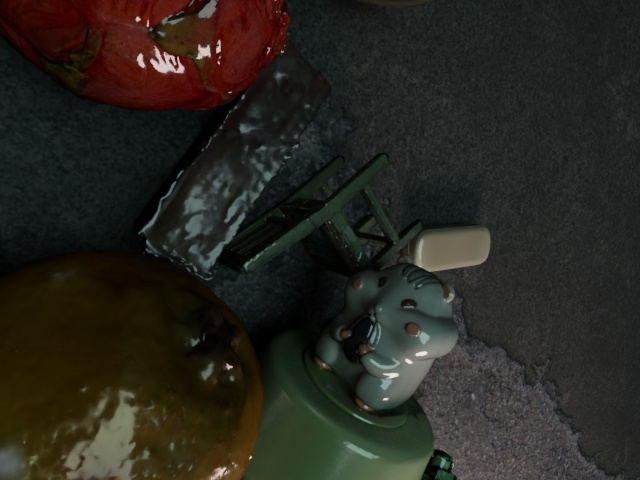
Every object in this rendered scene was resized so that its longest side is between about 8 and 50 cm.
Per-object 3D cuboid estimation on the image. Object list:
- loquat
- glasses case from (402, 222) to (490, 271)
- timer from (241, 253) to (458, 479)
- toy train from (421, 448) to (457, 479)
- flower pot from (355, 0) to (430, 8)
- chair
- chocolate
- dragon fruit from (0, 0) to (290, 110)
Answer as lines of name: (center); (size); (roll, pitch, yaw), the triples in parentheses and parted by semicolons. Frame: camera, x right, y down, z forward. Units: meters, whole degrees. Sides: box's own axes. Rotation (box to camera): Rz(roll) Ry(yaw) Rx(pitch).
loquat: (-0.225, 0.164, 0.489); (0.328, 0.328, 0.328); (-6, 101, -31)
glasses case: (0.242, 0.011, 0.907); (0.196, 0.050, 0.083); (-4, 103, -31)
timer: (0.059, 0.170, 0.636); (0.291, 0.291, 0.315); (22, 105, -32)
toy train: (0.151, 0.499, 0.875); (0.115, 0.154, 0.269); (31, 81, -30)
flower pot: (0.073, -0.450, 0.592); (0.302, 0.302, 0.213); (14, 92, -32)
chair: (0.000, 0.000, 0.707); (0.270, 0.136, 0.147); (-41, 115, -21)
chocolate: (-0.123, -0.108, 0.631); (0.112, 0.112, 0.321); (39, 77, -32)
dragon fruit: (-0.183, -0.270, 0.471); (0.343, 0.277, 0.277); (-1, 99, -32)
